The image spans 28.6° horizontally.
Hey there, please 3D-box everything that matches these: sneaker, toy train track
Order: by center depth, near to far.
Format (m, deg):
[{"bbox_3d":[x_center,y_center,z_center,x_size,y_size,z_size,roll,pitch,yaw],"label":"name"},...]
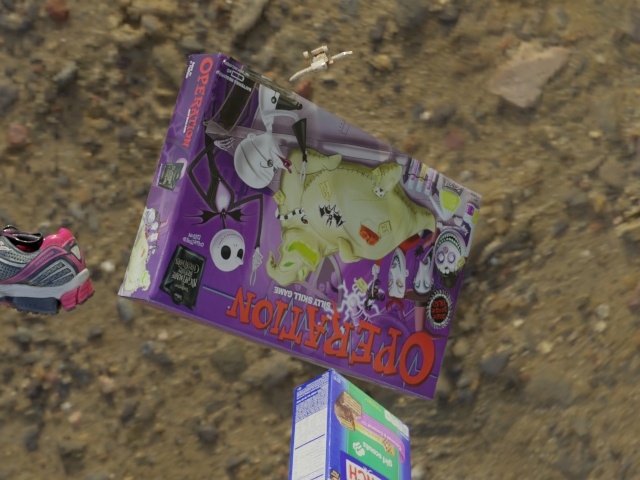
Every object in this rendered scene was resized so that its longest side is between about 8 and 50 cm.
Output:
[{"bbox_3d":[-0.002,-0.132,0.896,0.048,0.083,0.014,-23,104,6],"label":"toy train track"},{"bbox_3d":[-0.468,0.034,1.840,0.299,0.121,0.112,-1,113,21],"label":"sneaker"}]

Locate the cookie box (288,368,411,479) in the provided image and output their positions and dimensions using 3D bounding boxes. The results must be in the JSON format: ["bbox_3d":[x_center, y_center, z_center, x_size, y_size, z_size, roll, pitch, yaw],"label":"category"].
[{"bbox_3d":[0.023,0.160,0.890,0.040,0.107,0.092,-33,123,28],"label":"cookie box"}]

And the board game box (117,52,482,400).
[{"bbox_3d":[0.000,0.000,1.090,0.056,0.347,0.208,10,80,47],"label":"board game box"}]
